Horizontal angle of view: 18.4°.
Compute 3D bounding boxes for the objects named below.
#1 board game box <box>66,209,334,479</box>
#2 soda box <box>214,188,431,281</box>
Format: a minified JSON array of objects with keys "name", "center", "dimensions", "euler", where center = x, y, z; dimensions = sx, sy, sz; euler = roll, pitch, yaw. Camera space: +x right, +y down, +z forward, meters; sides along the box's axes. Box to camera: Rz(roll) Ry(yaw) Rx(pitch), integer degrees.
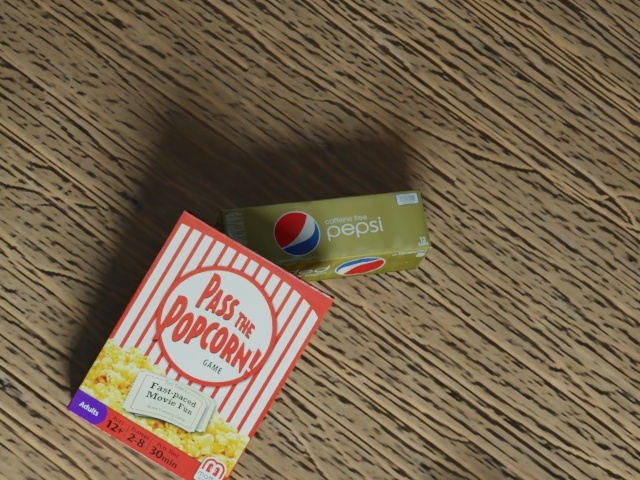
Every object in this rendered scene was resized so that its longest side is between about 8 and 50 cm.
[{"name":"board game box","center":[-0.099,0.094,1.646],"dimensions":[0.147,0.045,0.193],"euler":[30,90,1]},{"name":"soda box","center":[0.000,0.000,1.726],"dimensions":[0.181,0.061,0.058],"euler":[-6,72,-13]}]
